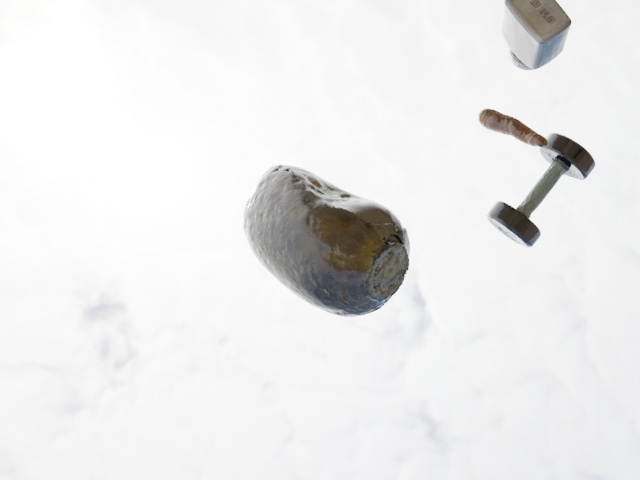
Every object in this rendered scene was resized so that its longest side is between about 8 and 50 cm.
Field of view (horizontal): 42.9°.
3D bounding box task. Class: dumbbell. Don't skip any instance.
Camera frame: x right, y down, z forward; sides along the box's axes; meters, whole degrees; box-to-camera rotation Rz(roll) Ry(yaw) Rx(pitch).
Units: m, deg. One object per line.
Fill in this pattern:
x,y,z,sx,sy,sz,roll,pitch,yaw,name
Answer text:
0.386,-0.087,1.430,0.100,0.191,0.100,38,-179,-1,dumbbell

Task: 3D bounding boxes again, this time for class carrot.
0.316,-0.185,1.338,0.035,0.036,0.165,7,-162,-35,carrot

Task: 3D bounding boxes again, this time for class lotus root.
0.000,0.000,1.036,0.160,0.275,0.152,31,-92,-38,lotus root

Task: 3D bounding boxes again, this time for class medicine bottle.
0.443,-0.434,1.700,0.088,0.188,0.132,-36,-105,-1,medicine bottle
